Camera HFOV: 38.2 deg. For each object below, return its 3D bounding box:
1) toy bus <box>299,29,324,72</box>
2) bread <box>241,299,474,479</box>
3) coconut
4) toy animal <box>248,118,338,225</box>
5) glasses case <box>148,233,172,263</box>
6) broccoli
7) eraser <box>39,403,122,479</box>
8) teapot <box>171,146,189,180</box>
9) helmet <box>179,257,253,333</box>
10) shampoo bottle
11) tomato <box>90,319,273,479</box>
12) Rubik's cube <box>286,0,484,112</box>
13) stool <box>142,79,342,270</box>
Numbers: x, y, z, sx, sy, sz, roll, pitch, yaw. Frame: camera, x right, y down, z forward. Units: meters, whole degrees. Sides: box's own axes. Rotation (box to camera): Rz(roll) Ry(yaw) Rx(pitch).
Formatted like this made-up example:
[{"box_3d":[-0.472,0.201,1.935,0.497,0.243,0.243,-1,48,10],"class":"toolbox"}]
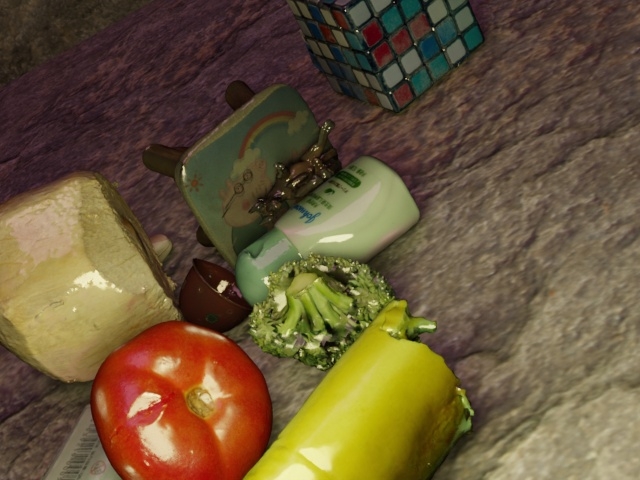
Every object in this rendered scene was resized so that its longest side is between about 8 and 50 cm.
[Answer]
[{"box_3d":[0.101,-0.544,2.318,0.297,0.131,0.106,-35,35,-4],"class":"toy bus"},{"box_3d":[0.038,0.287,1.228,0.208,0.251,0.376,40,65,12],"class":"bread"},{"box_3d":[-0.497,0.082,1.774,0.405,0.404,0.404,-21,35,16],"class":"coconut"},{"box_3d":[-0.040,-0.125,1.719,0.233,0.084,0.148,-44,6,-30],"class":"toy animal"},{"box_3d":[-0.408,0.062,2.017,0.081,0.051,0.204,18,57,47],"class":"glasses case"},{"box_3d":[0.007,0.115,1.519,0.226,0.176,0.197,-19,52,49],"class":"broccoli"},{"box_3d":[-0.391,0.388,1.568,0.174,0.081,0.227,-9,41,35],"class":"eraser"},{"box_3d":[-0.347,-0.190,2.256,0.080,0.110,0.084,-1,87,18],"class":"teapot"},{"box_3d":[-0.206,0.114,1.734,0.106,0.155,0.175,-51,16,11],"class":"helmet"},{"box_3d":[0.000,0.000,1.692,0.350,0.151,0.222,-38,31,-8],"class":"shampoo bottle"},{"box_3d":[-0.216,0.277,1.425,0.226,0.299,0.298,-46,18,44],"class":"tomato"},{"box_3d":[0.144,-0.503,2.095,0.292,0.286,0.293,-39,34,-11],"class":"Rubik's cube"},{"box_3d":[-0.153,-0.136,1.844,0.310,0.310,0.226,-41,34,-17],"class":"stool"}]
